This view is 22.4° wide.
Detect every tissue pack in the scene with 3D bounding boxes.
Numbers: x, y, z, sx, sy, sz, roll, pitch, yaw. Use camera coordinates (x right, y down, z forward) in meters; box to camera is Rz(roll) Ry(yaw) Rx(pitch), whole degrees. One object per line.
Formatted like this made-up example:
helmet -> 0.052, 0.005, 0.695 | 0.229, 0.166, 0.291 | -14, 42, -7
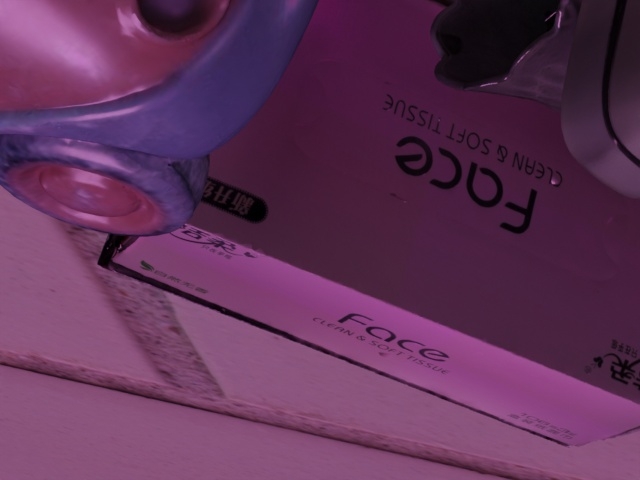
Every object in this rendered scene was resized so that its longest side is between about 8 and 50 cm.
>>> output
tissue pack -> 0.045, -0.021, 0.717 | 0.246, 0.148, 0.092 | 22, 156, -16

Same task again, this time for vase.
vase -> 0.125, -0.066, 0.654 | 0.149, 0.081, 0.081 | 26, 156, -31

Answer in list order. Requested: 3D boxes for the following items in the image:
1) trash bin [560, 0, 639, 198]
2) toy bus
trash bin -> 0.151, -0.082, 0.541 | 0.059, 0.116, 0.130 | 29, 154, -28
toy bus -> -0.146, -0.133, 0.513 | 0.294, 0.197, 0.232 | 1, 156, 36
